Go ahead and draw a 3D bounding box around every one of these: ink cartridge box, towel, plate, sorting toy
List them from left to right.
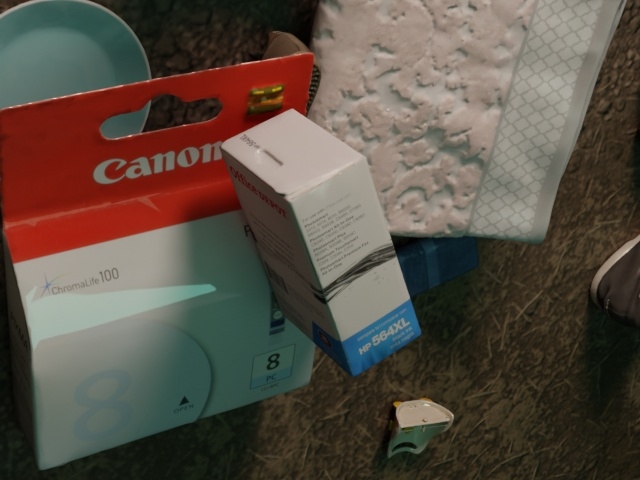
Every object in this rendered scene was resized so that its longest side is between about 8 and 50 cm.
[{"bbox_3d":[-0.245,-0.132,1.118,0.188,0.024,0.188,-15,121,-26],"label":"plate"},{"bbox_3d":[-0.141,0.026,1.174,0.308,0.091,0.385,-14,135,-25],"label":"ink cartridge box"},{"bbox_3d":[0.000,0.000,1.125,0.086,0.148,0.203,-29,124,-16],"label":"ink cartridge box"},{"bbox_3d":[0.113,0.240,1.529,0.083,0.045,0.075,-2,122,-32],"label":"sorting toy"},{"bbox_3d":[0.128,0.023,1.430,0.119,0.029,0.067,-21,124,-21],"label":"towel"},{"bbox_3d":[0.130,-0.146,1.259,0.316,0.053,0.332,4,120,-17],"label":"towel"}]

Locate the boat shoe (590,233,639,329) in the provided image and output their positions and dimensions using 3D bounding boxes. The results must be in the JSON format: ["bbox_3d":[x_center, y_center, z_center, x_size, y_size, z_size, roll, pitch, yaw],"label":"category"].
[{"bbox_3d":[0.494,-0.018,1.594,0.335,0.095,0.112,-50,129,0],"label":"boat shoe"}]

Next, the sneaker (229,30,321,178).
[{"bbox_3d":[-0.057,-0.120,1.220,0.066,0.071,0.188,4,128,-39],"label":"sneaker"}]
